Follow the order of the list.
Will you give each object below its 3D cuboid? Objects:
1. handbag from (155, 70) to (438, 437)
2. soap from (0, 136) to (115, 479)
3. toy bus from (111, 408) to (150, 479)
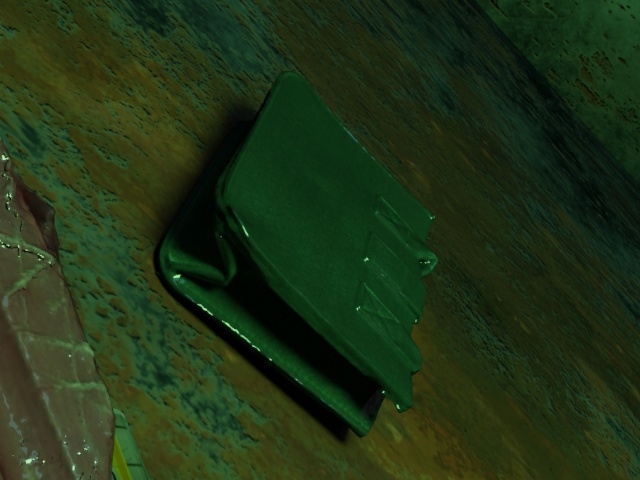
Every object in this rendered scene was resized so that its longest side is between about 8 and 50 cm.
[{"bbox_3d":[-0.001,0.000,0.901,0.238,0.089,0.326,44,26,-14],"label":"handbag"},{"bbox_3d":[-0.209,0.059,0.452,0.220,0.127,0.325,6,52,-54],"label":"soap"},{"bbox_3d":[-0.110,0.171,0.544,0.072,0.057,0.172,19,40,-61],"label":"toy bus"}]
